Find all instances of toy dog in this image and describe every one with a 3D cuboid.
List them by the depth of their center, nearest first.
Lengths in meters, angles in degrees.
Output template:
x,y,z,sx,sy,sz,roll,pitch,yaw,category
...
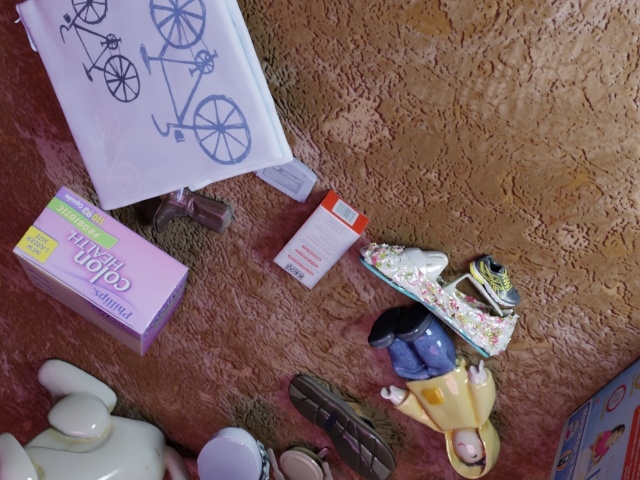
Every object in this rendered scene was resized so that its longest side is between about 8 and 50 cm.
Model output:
x,y,z,sx,sy,sz,roll,pitch,yaw,category
-0.471,0.490,1.773,0.396,0.408,0.284,25,134,8,toy dog

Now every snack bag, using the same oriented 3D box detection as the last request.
x,y,z,sx,sy,sz,roll,pitch,yaw,category
-0.223,-0.209,1.283,0.343,0.037,0.323,-15,101,35,snack bag

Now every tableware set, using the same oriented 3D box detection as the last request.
x,y,z,sx,sy,sz,roll,pitch,yaw,category
-0.014,0.432,1.741,0.128,0.039,0.194,7,125,30,tableware set

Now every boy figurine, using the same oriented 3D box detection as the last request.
x,y,z,sx,sy,sz,roll,pitch,yaw,category
0.172,0.224,1.439,0.177,0.092,0.285,-15,114,33,boy figurine

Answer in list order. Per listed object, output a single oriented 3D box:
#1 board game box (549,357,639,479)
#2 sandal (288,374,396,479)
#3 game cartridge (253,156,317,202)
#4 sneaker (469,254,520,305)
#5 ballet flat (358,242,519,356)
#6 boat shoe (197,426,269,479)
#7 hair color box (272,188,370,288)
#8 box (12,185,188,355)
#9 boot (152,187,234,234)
x,y,z,sx,sy,sz,roll,pitch,yaw,category
0.390,0.280,1.217,0.086,0.308,0.302,33,135,-1,board game box
0.041,0.293,1.591,0.219,0.060,0.090,41,129,13,sandal
-0.047,-0.091,1.352,0.083,0.017,0.056,32,137,1,game cartridge
0.235,0.053,1.307,0.083,0.031,0.035,41,133,-7,sneaker
0.164,0.062,1.332,0.241,0.091,0.077,36,104,-9,ballet flat
-0.141,0.398,1.735,0.113,0.105,0.306,13,137,13,boat shoe
0.000,0.000,1.381,0.072,0.043,0.141,38,133,-5,hair color box
-0.320,0.053,1.475,0.214,0.117,0.243,34,164,0,box
-0.187,-0.030,1.464,0.114,0.037,0.106,23,135,4,boot
